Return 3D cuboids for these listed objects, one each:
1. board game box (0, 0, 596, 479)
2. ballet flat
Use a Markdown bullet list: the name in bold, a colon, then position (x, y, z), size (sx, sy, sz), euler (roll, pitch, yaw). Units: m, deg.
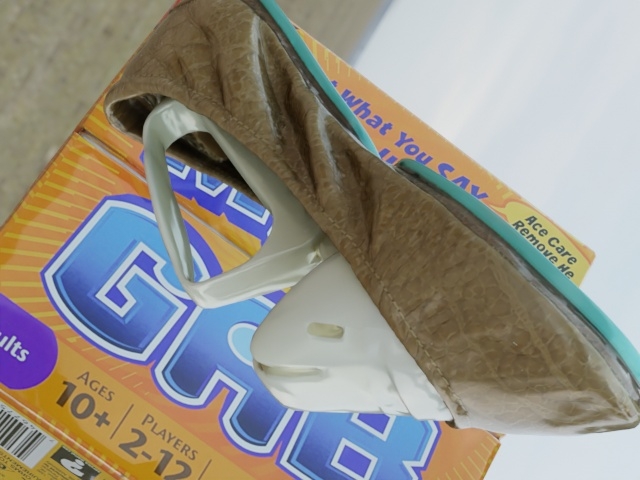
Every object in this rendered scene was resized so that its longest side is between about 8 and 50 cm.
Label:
- **board game box**: position (-0.087, 0.095, 1.282), size (0.356, 0.356, 0.356), euler (-58, -172, -32)
- **ballet flat**: position (0.000, 0.000, 0.778), size (0.124, 0.342, 0.116), euler (-37, 142, -7)
